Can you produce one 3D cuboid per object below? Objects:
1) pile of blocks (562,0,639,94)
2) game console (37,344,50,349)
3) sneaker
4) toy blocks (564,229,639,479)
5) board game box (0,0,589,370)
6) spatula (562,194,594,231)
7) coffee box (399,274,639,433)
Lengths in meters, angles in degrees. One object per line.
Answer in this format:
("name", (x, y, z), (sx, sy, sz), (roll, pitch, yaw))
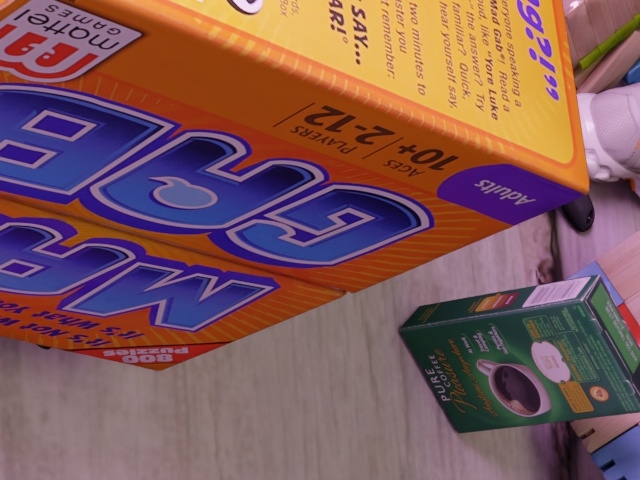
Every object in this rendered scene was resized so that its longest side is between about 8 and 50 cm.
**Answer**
("pile of blocks", (0.283, -0.218, 1.588), (0.362, 0.149, 0.113), (7, 39, -53))
("game console", (-0.191, -0.011, 1.069), (0.122, 0.071, 0.107), (45, 13, -29))
("sneaker", (0.334, -0.094, 1.569), (0.262, 0.121, 0.099), (4, 71, -55))
("toy blocks", (0.332, 0.133, 1.444), (0.381, 0.261, 0.191), (60, 9, 26))
("board game box", (-0.117, -0.169, 0.934), (0.356, 0.356, 0.357), (17, 59, -42))
("spatula", (0.181, -0.094, 1.462), (0.296, 0.030, 0.084), (49, 64, -42))
("coffee box", (0.163, 0.092, 1.333), (0.113, 0.184, 0.040), (58, 45, -18))
